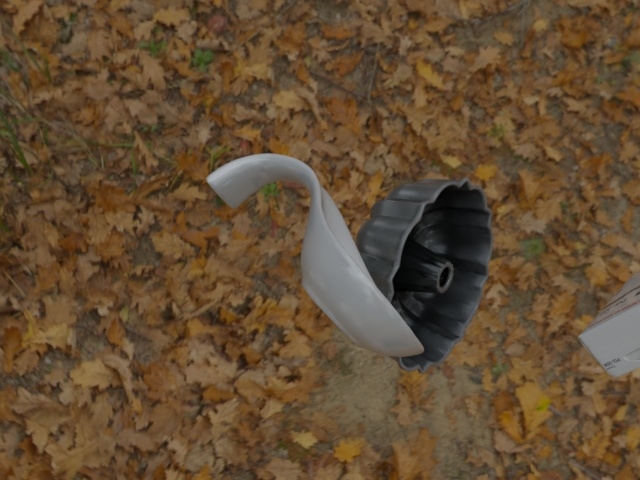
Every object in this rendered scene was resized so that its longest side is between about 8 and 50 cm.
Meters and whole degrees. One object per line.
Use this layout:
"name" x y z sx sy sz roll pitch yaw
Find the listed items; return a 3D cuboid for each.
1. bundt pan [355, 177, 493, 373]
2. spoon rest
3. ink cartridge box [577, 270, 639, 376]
"bundt pan" 0.158 0.048 1.136 0.124 0.331 0.331 16 56 37
"spoon rest" 0.000 0.000 0.607 0.084 0.137 0.276 -44 53 -3
"ink cartridge box" 0.347 0.071 0.704 0.135 0.099 0.056 -33 79 -35
